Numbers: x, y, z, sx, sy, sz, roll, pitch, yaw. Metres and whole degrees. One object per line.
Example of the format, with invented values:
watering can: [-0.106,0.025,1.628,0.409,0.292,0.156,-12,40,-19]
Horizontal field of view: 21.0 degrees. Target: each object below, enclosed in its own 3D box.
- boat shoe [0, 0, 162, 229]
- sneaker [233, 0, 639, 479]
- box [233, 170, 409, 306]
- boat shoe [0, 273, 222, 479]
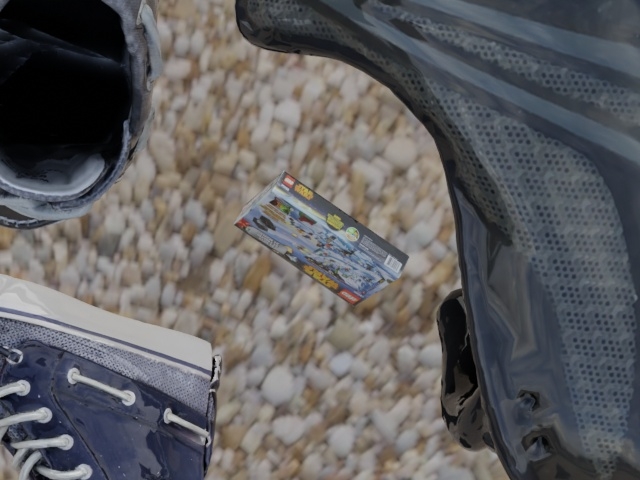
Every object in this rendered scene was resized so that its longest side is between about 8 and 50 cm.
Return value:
boat shoe: [-0.116,-0.058,0.720,0.108,0.301,0.102,10,64,-15]
sneaker: [0.153,0.036,0.617,0.202,0.185,0.483,-37,93,18]
box: [0.000,0.000,1.529,0.137,0.094,0.027,35,61,-11]
boat shoe: [-0.225,0.133,1.372,0.340,0.127,0.158,16,59,-32]
